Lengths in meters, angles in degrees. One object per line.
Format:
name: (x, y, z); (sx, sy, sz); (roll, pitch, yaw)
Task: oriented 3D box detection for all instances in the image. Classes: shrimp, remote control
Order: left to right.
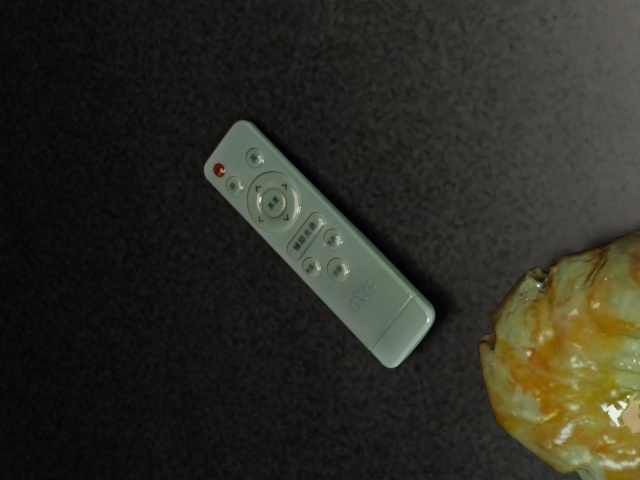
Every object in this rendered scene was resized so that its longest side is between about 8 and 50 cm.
remote control: (0.000, 0.000, 1.134); (0.184, 0.027, 0.050); (46, 114, 18)
shrimp: (0.226, 0.053, 1.012); (0.294, 0.062, 0.154); (-22, 101, 31)
